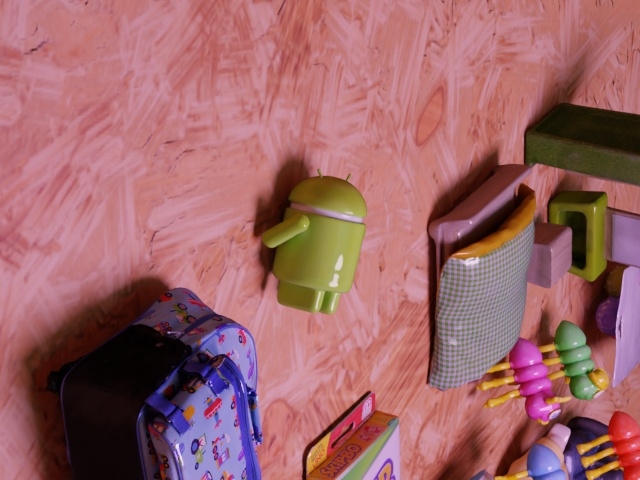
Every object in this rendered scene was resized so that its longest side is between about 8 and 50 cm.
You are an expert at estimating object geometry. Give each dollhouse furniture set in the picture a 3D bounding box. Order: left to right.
[{"bbox_3d":[0.241,0.016,1.868,0.301,0.151,0.197,-39,134,-47],"label":"dollhouse furniture set"}]

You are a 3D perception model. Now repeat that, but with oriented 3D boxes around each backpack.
[{"bbox_3d":[-0.100,0.125,1.361,0.173,0.117,0.158,-44,139,-48],"label":"backpack"}]

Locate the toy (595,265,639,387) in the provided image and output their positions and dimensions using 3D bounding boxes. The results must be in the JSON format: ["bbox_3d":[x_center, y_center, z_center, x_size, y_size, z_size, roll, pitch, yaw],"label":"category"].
[{"bbox_3d":[0.357,0.073,2.194,0.237,0.056,0.137,-22,117,-61],"label":"toy"}]

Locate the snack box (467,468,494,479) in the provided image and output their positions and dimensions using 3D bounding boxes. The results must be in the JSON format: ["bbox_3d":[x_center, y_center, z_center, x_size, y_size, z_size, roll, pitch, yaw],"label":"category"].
[{"bbox_3d":[0.153,0.379,1.792,0.187,0.060,0.322,47,36,-5],"label":"snack box"}]

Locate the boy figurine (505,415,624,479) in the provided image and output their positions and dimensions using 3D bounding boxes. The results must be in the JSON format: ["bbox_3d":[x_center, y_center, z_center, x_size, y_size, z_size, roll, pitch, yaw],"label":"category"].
[{"bbox_3d":[0.244,0.287,2.058,0.285,0.092,0.177,-32,133,-55],"label":"boy figurine"}]

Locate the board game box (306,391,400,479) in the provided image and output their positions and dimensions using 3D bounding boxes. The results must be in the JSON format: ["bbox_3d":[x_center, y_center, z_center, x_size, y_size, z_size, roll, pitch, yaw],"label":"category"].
[{"bbox_3d":[0.033,0.277,1.745,0.124,0.039,0.259,-39,132,-49],"label":"board game box"}]

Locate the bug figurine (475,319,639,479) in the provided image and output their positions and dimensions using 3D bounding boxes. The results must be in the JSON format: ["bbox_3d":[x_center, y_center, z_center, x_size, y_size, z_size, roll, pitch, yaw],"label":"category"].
[{"bbox_3d":[0.263,0.193,1.969,0.279,0.072,0.216,-11,77,-56],"label":"bug figurine"}]

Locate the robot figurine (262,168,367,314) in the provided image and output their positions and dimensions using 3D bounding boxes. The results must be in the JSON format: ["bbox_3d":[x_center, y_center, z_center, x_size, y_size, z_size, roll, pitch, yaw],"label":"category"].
[{"bbox_3d":[0.000,0.000,1.527,0.101,0.067,0.115,7,96,-56],"label":"robot figurine"}]
